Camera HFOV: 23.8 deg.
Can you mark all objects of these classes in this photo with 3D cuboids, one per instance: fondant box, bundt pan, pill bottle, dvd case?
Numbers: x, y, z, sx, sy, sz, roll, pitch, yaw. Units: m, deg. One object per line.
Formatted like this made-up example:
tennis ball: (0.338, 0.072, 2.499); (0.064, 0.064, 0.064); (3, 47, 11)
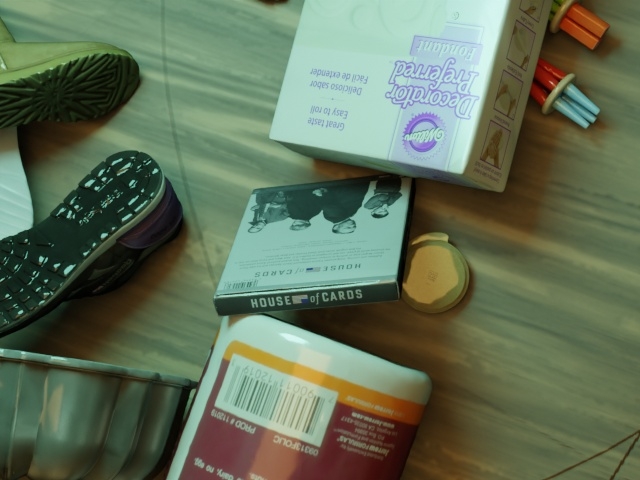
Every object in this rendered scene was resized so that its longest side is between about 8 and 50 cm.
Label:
fondant box: (0.106, -0.233, 1.555); (0.238, 0.096, 0.330); (12, 87, 33)
bundt pan: (-0.294, 0.176, 1.503); (0.331, 0.331, 0.124); (6, 81, 12)
pill bottle: (-0.054, 0.281, 1.500); (0.224, 0.224, 0.392); (20, 88, 13)
dvd case: (0.000, 0.000, 1.527); (0.179, 0.238, 0.029); (-6, 117, 11)

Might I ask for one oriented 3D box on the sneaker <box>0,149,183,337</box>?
sneaker: (-0.263, 0.036, 1.605); (0.283, 0.124, 0.107); (-36, 56, -6)

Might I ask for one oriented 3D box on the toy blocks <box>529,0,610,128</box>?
toy blocks: (0.249, -0.197, 1.578); (0.148, 0.054, 0.123); (40, 93, 13)

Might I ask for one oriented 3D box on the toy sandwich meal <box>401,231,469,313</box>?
toy sandwich meal: (0.116, 0.035, 1.594); (0.086, 0.029, 0.085); (0, 90, 2)

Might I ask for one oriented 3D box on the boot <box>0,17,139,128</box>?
boot: (-0.361, -0.240, 1.677); (0.269, 0.236, 0.089); (50, 135, 32)

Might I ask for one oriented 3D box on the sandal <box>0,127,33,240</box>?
sandal: (-0.383, -0.094, 1.674); (0.102, 0.076, 0.265); (-4, 65, -25)
